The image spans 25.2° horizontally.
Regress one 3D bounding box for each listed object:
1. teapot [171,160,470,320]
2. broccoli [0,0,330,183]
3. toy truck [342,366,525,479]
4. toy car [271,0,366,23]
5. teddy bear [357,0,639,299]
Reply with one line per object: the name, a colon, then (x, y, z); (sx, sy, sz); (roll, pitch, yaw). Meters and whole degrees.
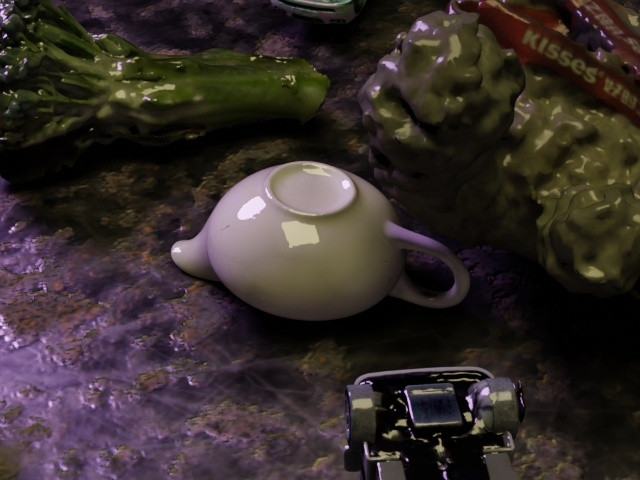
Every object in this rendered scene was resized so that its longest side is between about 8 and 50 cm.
teapot: (0.000, 0.000, 1.049); (0.226, 0.092, 0.145); (15, 41, 11)
broccoli: (-0.142, -0.133, 1.190); (0.304, 0.145, 0.165); (3, 41, -19)
toy truck: (0.073, 0.186, 0.788); (0.114, 0.124, 0.253); (-2, 37, -6)
toy car: (0.021, -0.277, 1.405); (0.090, 0.076, 0.224); (14, 48, 13)
teddy bear: (0.227, -0.063, 1.032); (0.368, 0.224, 0.357); (23, 34, 10)
